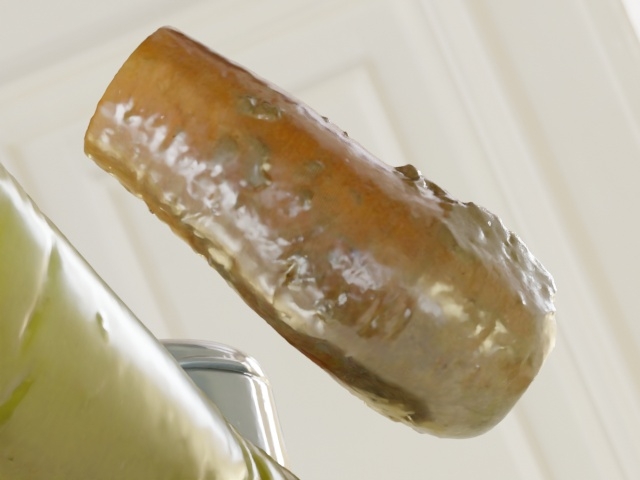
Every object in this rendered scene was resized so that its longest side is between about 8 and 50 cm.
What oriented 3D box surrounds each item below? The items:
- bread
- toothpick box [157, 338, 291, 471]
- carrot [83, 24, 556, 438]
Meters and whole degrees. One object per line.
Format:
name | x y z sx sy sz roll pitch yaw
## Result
bread | -0.127 0.103 0.846 0.166 0.112 0.383 -28 138 8
toothpick box | -0.117 0.264 1.259 0.263 0.355 0.263 -14 159 -6
carrot | 0.000 0.000 1.178 0.139 0.302 0.139 -57 177 -4
